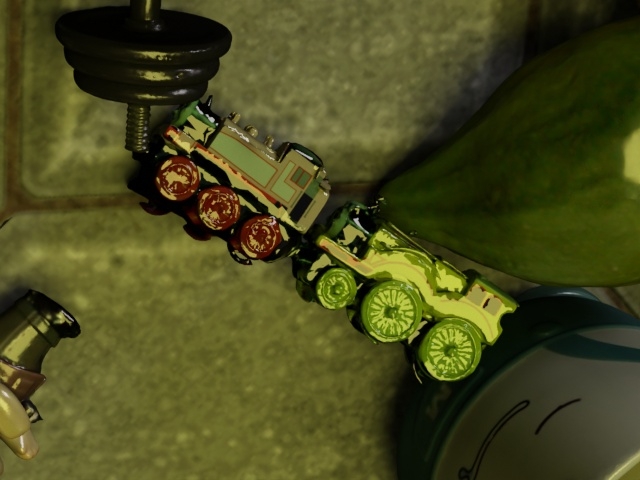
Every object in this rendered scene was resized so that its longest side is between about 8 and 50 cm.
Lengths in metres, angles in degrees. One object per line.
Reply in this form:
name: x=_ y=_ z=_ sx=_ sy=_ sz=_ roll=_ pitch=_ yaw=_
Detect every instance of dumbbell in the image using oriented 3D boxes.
dumbbell: x=-0.094 y=-0.149 z=0.960 sx=0.099 sy=0.099 sz=0.208 roll=-3 pitch=111 yaw=-22

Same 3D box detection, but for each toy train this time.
toy train: x=0.000 y=0.000 z=1.062 sx=0.249 sy=0.053 sz=0.085 roll=32 pitch=85 yaw=-14

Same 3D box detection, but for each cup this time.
cup: x=0.158 y=0.190 z=1.113 sx=0.219 sy=0.257 sz=0.290 roll=26 pitch=99 yaw=-28

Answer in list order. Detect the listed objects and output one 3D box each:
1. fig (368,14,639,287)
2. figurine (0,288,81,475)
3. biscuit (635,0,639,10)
fig: x=0.165 y=-0.038 z=1.076 sx=0.233 sy=0.167 sz=0.167 roll=-40 pitch=121 yaw=4
figurine: x=-0.208 y=0.120 z=1.029 sx=0.108 sy=0.114 sz=0.196 roll=42 pitch=80 yaw=-7
biscuit: x=0.272 y=-0.223 z=1.092 sx=0.226 sy=0.042 sz=0.226 roll=-17 pitch=131 yaw=-21
